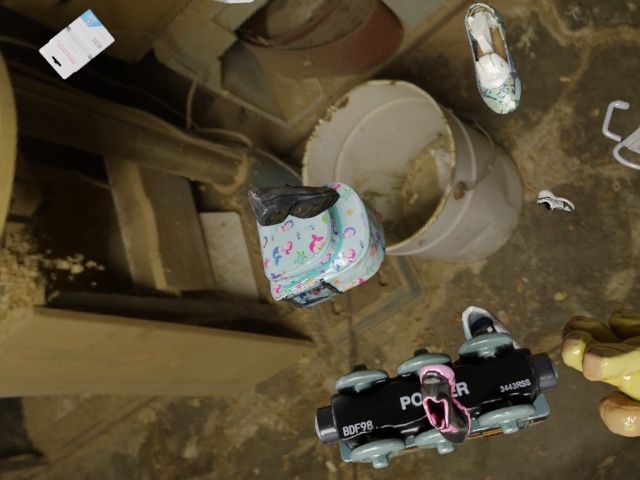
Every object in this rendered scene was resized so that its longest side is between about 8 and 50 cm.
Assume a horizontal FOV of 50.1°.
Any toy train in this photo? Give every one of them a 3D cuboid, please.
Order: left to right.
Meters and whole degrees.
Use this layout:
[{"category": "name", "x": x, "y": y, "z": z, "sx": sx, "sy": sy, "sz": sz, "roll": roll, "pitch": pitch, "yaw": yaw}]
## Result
[{"category": "toy train", "x": 0.163, "y": 0.233, "z": 0.962, "sx": 0.333, "sy": 0.190, "sz": 0.142, "roll": -17, "pitch": 63, "yaw": 7}]

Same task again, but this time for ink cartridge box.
[{"category": "ink cartridge box", "x": -0.315, "y": -0.254, "z": 0.889, "sx": 0.083, "sy": 0.048, "sz": 0.028, "roll": -39, "pitch": 25, "yaw": -2}]

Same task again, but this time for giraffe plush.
[{"category": "giraffe plush", "x": 0.460, "y": 0.208, "z": 0.988, "sx": 0.210, "sy": 0.181, "sz": 0.171, "roll": -3, "pitch": 106, "yaw": 20}]

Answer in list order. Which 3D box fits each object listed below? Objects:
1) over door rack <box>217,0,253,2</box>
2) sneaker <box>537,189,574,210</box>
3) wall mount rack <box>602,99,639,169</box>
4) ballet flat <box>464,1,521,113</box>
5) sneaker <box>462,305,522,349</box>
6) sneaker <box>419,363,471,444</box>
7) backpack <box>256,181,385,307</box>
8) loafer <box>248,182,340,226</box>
[{"category": "over door rack", "x": 0.019, "y": -0.265, "z": 0.401, "sx": 0.324, "sy": 0.108, "sz": 0.240, "roll": 17, "pitch": 107, "yaw": 40}, {"category": "sneaker", "x": 0.506, "y": -0.077, "z": 1.482, "sx": 0.083, "sy": 0.032, "sz": 0.037, "roll": 23, "pitch": 73, "yaw": 2}, {"category": "wall mount rack", "x": 0.780, "y": -0.244, "z": 1.427, "sx": 0.304, "sy": 0.350, "sz": 0.131, "roll": 22, "pitch": 78, "yaw": 3}, {"category": "ballet flat", "x": 0.257, "y": -0.283, "z": 1.049, "sx": 0.070, "sy": 0.070, "sz": 0.189, "roll": -23, "pitch": 64, "yaw": 29}, {"category": "sneaker", "x": 0.356, "y": 0.219, "z": 1.362, "sx": 0.085, "sy": 0.086, "sz": 0.237, "roll": -46, "pitch": 41, "yaw": 7}, {"category": "sneaker", "x": 0.136, "y": 0.195, "z": 0.763, "sx": 0.047, "sy": 0.119, "sz": 0.057, "roll": -12, "pitch": 33, "yaw": 23}, {"category": "backpack", "x": 0.000, "y": 0.000, "z": 1.430, "sx": 0.253, "sy": 0.191, "sz": 0.225, "roll": -21, "pitch": 61, "yaw": 18}, {"category": "loafer", "x": -0.040, "y": -0.072, "z": 1.120, "sx": 0.061, "sy": 0.170, "sz": 0.062, "roll": 57, "pitch": 133, "yaw": 23}]
